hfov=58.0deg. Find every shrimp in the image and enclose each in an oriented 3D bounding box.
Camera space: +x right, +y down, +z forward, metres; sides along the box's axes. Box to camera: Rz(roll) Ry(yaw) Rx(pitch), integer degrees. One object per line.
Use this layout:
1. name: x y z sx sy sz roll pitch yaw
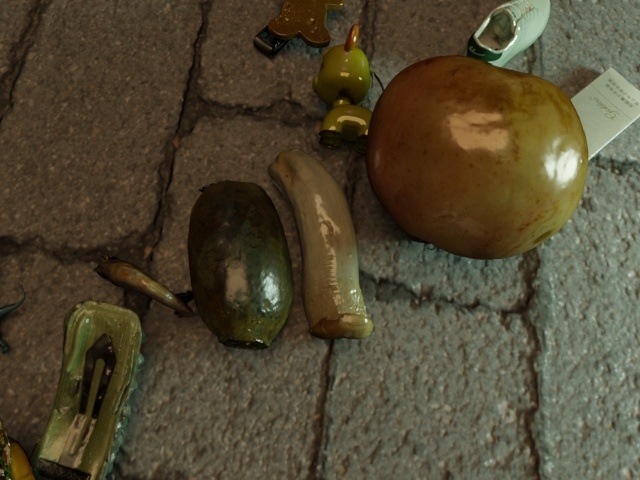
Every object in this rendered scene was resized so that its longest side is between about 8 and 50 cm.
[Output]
1. shrimp: -0.278 0.072 0.923 0.219 0.152 0.046 12 71 46

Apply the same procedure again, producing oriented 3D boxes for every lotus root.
1. lotus root: -0.125 0.035 0.911 0.160 0.152 0.274 -6 72 -10

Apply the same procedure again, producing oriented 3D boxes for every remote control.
1. remote control: -0.046 -0.445 1.144 0.059 0.028 0.212 38 75 13

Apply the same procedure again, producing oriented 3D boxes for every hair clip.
1. hair clip: -0.345 0.254 0.869 0.139 0.091 0.321 14 81 5

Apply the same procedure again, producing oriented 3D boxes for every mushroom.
1. mushroom: 0.000 0.000 0.958 0.123 0.095 0.350 -20 69 11

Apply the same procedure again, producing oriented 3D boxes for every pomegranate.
1. pomegranate: 0.224 -0.112 0.897 0.339 0.338 0.337 0 71 0

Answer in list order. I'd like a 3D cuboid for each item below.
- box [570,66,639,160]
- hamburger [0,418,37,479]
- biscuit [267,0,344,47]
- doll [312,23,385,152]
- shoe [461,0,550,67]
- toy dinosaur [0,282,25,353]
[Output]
1. box: 0.511 -0.231 1.074 0.198 0.029 0.109 -38 75 -14
2. hamburger: -0.474 0.363 0.761 0.262 0.139 0.243 -36 67 29
3. biscuit: -0.023 -0.466 1.121 0.138 0.031 0.204 10 74 -4
4. doll: 0.053 -0.275 1.034 0.136 0.143 0.220 5 78 3
5. shoe: 0.362 -0.408 1.093 0.095 0.110 0.265 38 77 13
6. toy dinosaur: -0.537 0.156 0.922 0.080 0.045 0.197 37 84 18
